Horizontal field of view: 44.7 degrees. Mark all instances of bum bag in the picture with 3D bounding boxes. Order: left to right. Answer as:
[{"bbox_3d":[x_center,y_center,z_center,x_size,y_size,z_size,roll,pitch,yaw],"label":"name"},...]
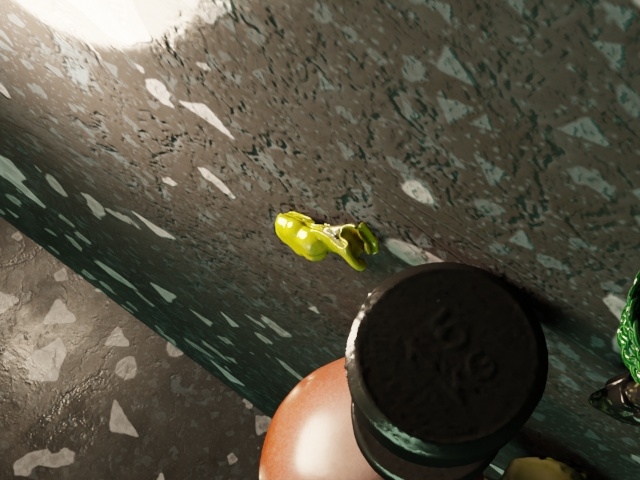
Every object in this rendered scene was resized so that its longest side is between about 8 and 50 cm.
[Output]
[{"bbox_3d":[0.323,0.144,0.708,0.102,0.069,0.248,-4,155,-1],"label":"bum bag"}]

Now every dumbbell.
[{"bbox_3d":[0.132,0.174,0.905,0.204,0.203,0.322,30,161,16],"label":"dumbbell"}]

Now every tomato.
[{"bbox_3d":[0.086,0.334,1.159,0.341,0.341,0.273,35,167,2],"label":"tomato"}]

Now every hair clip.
[{"bbox_3d":[0.000,0.000,0.960,0.173,0.046,0.072,14,148,51],"label":"hair clip"}]

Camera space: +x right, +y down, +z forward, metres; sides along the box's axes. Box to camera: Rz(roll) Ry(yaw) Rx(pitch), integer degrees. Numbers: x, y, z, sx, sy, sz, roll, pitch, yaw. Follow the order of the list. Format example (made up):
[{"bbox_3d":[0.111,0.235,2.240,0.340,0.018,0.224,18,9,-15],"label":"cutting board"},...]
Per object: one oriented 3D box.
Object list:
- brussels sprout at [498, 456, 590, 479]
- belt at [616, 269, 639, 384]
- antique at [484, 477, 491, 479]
[{"bbox_3d":[0.348,0.441,1.183,0.219,0.210,0.271,10,133,43],"label":"brussels sprout"},{"bbox_3d":[0.282,0.071,0.529,0.151,0.121,0.079,20,154,26],"label":"belt"},{"bbox_3d":[0.304,0.589,1.555,0.081,0.221,0.080,46,158,-25],"label":"antique"}]
